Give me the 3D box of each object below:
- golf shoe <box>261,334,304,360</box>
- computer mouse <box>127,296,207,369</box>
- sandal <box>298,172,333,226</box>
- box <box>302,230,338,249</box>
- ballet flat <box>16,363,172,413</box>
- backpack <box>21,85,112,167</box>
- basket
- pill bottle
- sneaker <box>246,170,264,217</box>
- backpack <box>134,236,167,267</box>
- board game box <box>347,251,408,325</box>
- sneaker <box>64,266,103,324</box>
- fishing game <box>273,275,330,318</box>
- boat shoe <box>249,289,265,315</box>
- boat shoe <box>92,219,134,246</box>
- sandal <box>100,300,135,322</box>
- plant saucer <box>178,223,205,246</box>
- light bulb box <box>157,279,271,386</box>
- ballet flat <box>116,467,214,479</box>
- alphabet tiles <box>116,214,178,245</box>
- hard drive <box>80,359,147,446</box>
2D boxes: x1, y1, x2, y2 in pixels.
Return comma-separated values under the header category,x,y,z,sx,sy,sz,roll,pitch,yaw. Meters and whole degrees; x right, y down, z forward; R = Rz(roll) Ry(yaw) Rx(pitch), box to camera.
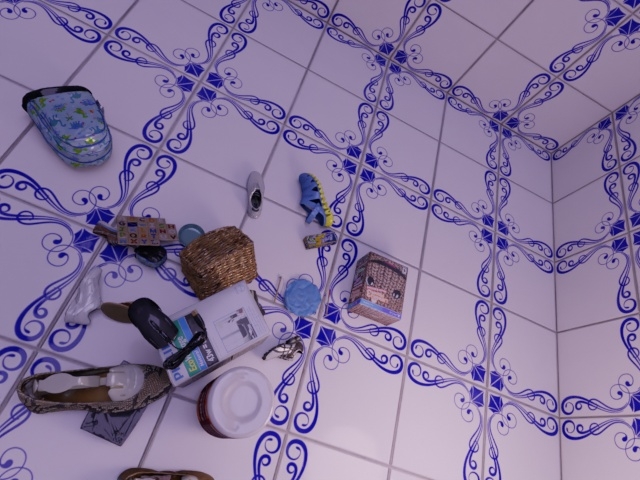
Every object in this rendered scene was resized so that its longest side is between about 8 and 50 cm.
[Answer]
category,x,y,z,sx,sy,sz,roll,pitch,yaw
golf shoe,-0.156,0.490,1.817,0.198,0.077,0.094,-20,77,-29
computer mouse,-0.492,0.266,1.355,0.184,0.060,0.262,-37,81,-19
sandal,-0.049,-0.208,2.164,0.138,0.126,0.318,-16,73,-25
box,0.000,0.000,2.126,0.168,0.054,0.059,-10,71,-27
ballet flat,-0.765,0.496,1.417,0.481,0.182,0.164,-2,56,-11
backpack,-1.045,-0.484,1.782,0.290,0.273,0.356,-23,90,-37
basket,-0.454,0.101,1.851,0.299,0.223,0.213,-33,50,-32
pill bottle,-0.323,0.592,1.506,0.223,0.392,0.224,10,63,-20
sneaker,-0.314,-0.239,2.071,0.094,0.091,0.259,5,66,-22
backpack,-0.706,0.061,1.757,0.114,0.084,0.105,31,51,4
board game box,0.290,0.242,2.094,0.231,0.141,0.291,22,60,-14
sneaker,-0.884,0.218,1.616,0.115,0.090,0.233,23,68,-21
fishing game,-0.085,0.274,1.972,0.263,0.041,0.189,13,62,-10
boat shoe,-0.279,0.327,1.840,0.073,0.080,0.224,0,73,-30
boat shoe,-0.858,-0.011,1.742,0.183,0.066,0.066,27,63,1
sandal,-0.740,0.280,1.665,0.239,0.088,0.079,23,28,-21
plant saucer,-0.582,-0.018,1.889,0.119,0.021,0.120,9,64,-20
light bulb box,-0.407,0.360,1.567,0.360,0.358,0.226,-25,78,-21
ballet flat,-0.529,0.855,1.452,0.342,0.124,0.116,19,61,-16
alphabet tiles,-0.732,-0.041,1.773,0.237,0.009,0.198,3,36,-29
hard drive,-0.723,0.591,1.526,0.171,0.054,0.255,30,58,-9
